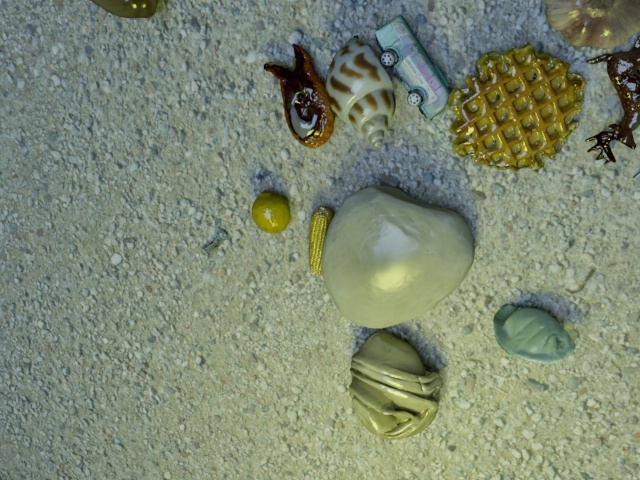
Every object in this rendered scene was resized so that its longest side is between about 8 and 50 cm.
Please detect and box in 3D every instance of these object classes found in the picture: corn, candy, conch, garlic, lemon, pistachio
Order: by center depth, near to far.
[{"bbox_3d":[0.590,-0.517,1.374,0.245,0.253,0.245,11,120,19],"label":"garlic"},{"bbox_3d":[0.102,-0.359,1.621,0.149,0.183,0.275,-36,75,-8],"label":"conch"},{"bbox_3d":[-0.548,-0.687,1.729,0.288,0.197,0.166,29,72,18],"label":"pistachio"},{"bbox_3d":[0.183,0.062,1.754,0.386,0.186,0.427,32,119,0],"label":"candy"},{"bbox_3d":[-0.140,-0.079,1.839,0.109,0.109,0.133,-6,112,19],"label":"lemon"},{"bbox_3d":[0.000,0.000,1.847,0.067,0.067,0.206,10,115,14],"label":"corn"}]

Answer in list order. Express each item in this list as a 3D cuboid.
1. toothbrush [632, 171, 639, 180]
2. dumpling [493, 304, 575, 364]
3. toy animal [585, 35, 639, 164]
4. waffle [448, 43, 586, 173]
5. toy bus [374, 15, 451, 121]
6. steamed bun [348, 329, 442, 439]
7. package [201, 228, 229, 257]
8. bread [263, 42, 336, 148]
[{"bbox_3d":[0.823,-0.211,1.537,0.017,0.014,0.194,45,116,-2],"label":"toothbrush"},{"bbox_3d":[0.559,0.257,1.729,0.219,0.108,0.152,29,81,32],"label":"dumpling"},{"bbox_3d":[0.716,-0.328,1.505,0.260,0.087,0.243,-26,87,25],"label":"toy animal"},{"bbox_3d":[0.464,-0.310,1.546,0.325,0.068,0.302,13,113,-11],"label":"waffle"},{"bbox_3d":[0.229,-0.424,1.610,0.109,0.091,0.261,-33,99,18],"label":"toy bus"},{"bbox_3d":[0.205,0.431,1.862,0.276,0.203,0.289,14,112,13],"label":"steamed bun"},{"bbox_3d":[-0.320,0.009,1.979,0.037,0.015,0.110,43,117,-7],"label":"package"},{"bbox_3d":[-0.042,-0.377,1.717,0.139,0.095,0.268,-22,87,21],"label":"bread"}]
